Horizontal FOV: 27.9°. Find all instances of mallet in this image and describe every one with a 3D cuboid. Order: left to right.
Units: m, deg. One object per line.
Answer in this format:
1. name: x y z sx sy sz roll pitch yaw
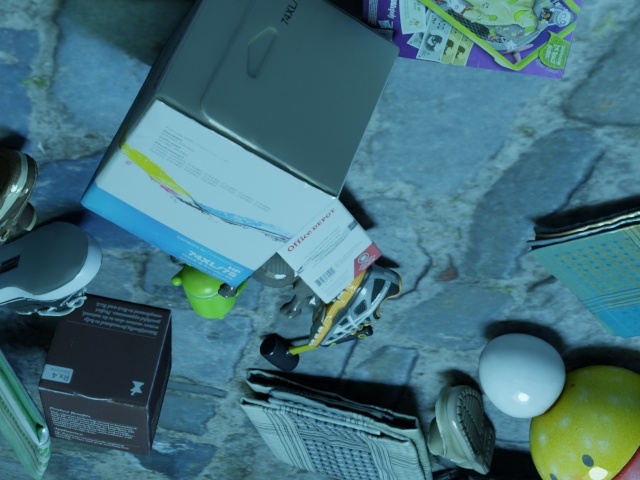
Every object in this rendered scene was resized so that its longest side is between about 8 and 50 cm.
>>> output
1. mallet: 0.001 0.161 1.947 0.190 0.039 0.062 -12 143 27

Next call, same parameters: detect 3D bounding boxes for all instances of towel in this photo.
1. towel: -0.519 0.265 2.112 0.248 0.038 0.325 55 156 8
2. towel: 0.032 0.340 2.155 0.312 0.056 0.324 15 151 20
3. towel: 0.476 0.023 1.562 0.370 0.040 0.271 -15 142 33

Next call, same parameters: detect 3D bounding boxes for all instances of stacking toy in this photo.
1. stacking toy: 0.416 0.299 1.850 0.480 0.350 0.350 36 145 -8

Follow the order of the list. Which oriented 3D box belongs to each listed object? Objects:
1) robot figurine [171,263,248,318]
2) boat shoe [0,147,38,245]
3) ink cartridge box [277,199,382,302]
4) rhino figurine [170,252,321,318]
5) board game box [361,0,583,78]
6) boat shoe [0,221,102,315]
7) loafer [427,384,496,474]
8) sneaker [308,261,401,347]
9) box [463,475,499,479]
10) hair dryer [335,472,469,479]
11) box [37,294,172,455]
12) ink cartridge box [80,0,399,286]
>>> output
1. robot figurine: -0.156 0.064 1.801 0.101 0.067 0.115 11 150 17
2. boat shoe: -0.417 -0.049 1.695 0.095 0.095 0.257 8 157 -35
3. ink cartridge box: 0.000 0.000 1.610 0.099 0.056 0.135 -42 135 -1
4. rhino figurine: -0.098 0.023 1.706 0.243 0.073 0.106 18 129 -9
5. board game box: 0.146 -0.280 1.158 0.208 0.056 0.347 12 150 6
6. boat shoe: -0.381 0.056 1.819 0.105 0.113 0.306 27 149 -36
7. loafer: 0.213 0.305 2.045 0.092 0.102 0.268 3 152 19
8. sneaker: 0.041 0.094 1.777 0.083 0.084 0.215 14 149 -14
9. box: 0.317 0.456 2.214 0.175 0.051 0.220 10 161 -2
10. hair dryer: 0.165 0.477 2.404 0.294 0.080 0.223 0 132 7
11. box: -0.327 0.210 1.999 0.169 0.167 0.203 12 149 0
12. ink cartridge box: -0.087 -0.116 1.310 0.197 0.198 0.270 30 151 -12
